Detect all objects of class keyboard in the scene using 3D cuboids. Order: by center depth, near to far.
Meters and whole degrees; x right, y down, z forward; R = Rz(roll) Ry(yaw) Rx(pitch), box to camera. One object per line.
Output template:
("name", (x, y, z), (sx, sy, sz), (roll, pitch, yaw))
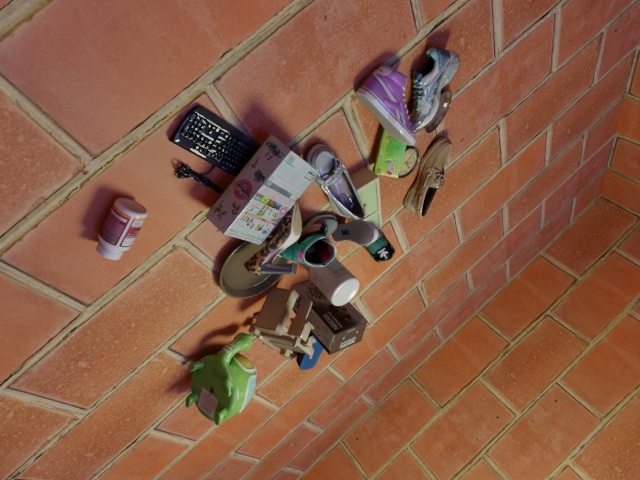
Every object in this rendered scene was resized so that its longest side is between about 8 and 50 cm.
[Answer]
("keyboard", (-0.282, -0.223, 1.258), (0.201, 0.033, 0.317), (-53, 141, 10))

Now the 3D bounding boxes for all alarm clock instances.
("alarm clock", (0.326, -0.306, 1.717), (0.192, 0.064, 0.129), (-3, 126, -37))

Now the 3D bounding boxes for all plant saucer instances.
("plant saucer", (-0.234, 0.087, 1.578), (0.278, 0.041, 0.277), (-25, 139, -24))
("plant saucer", (0.427, -0.479, 1.655), (0.168, 0.029, 0.168), (-41, 153, -26))

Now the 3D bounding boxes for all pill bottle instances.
("pill bottle", (-0.522, -0.029, 1.168), (0.086, 0.086, 0.152), (17, 111, -49))
("pill bottle", (0.031, 0.130, 1.706), (0.131, 0.229, 0.131), (-25, 138, -25))

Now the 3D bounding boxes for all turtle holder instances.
("turtle holder", (-0.367, 0.519, 1.731), (0.227, 0.244, 0.319), (-6, 89, -58))

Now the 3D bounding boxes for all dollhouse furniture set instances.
("dollhouse furniture set", (-0.088, 0.347, 1.779), (0.355, 0.304, 0.173), (52, 52, -46))

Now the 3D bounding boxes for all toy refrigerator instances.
("toy refrigerator", (0.167, -0.135, 1.703), (0.102, 0.094, 0.269), (-32, 141, -17))

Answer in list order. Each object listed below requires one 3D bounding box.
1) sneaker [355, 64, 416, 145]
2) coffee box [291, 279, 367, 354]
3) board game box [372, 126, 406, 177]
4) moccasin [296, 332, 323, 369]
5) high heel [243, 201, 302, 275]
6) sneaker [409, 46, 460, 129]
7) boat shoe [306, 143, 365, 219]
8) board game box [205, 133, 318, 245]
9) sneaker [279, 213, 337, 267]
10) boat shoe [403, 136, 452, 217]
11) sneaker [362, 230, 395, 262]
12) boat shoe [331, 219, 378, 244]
("sneaker", (0.258, -0.443, 1.457), (0.282, 0.102, 0.161), (40, 88, -35))
("coffee box", (0.024, 0.292, 1.793), (0.168, 0.297, 0.118), (-14, 132, -34))
("board game box", (0.252, -0.322, 1.601), (0.092, 0.043, 0.181), (7, 118, -6))
("moccasin", (-0.040, 0.439, 2.026), (0.138, 0.116, 0.341), (13, 120, -34))
("high heel", (-0.161, -0.014, 1.472), (0.093, 0.186, 0.261), (38, 54, -65))
("sneaker", (0.352, -0.522, 1.537), (0.122, 0.110, 0.282), (10, 115, -27))
("boat shoe", (0.058, -0.191, 1.515), (0.118, 0.103, 0.320), (-46, 133, -16))
("board game box", (-0.166, -0.141, 1.343), (0.303, 0.097, 0.224), (-51, 158, 6))
("sneaker", (0.000, 0.000, 1.572), (0.296, 0.179, 0.123), (-30, 130, -38))
("boat shoe", (0.469, -0.256, 1.857), (0.122, 0.110, 0.340), (-6, 128, -40))
("sneaker", (0.239, 0.036, 1.825), (0.108, 0.121, 0.302), (-36, 172, 9))
("boat shoe", (0.141, -0.036, 1.661), (0.084, 0.258, 0.095), (-9, 100, -31))
